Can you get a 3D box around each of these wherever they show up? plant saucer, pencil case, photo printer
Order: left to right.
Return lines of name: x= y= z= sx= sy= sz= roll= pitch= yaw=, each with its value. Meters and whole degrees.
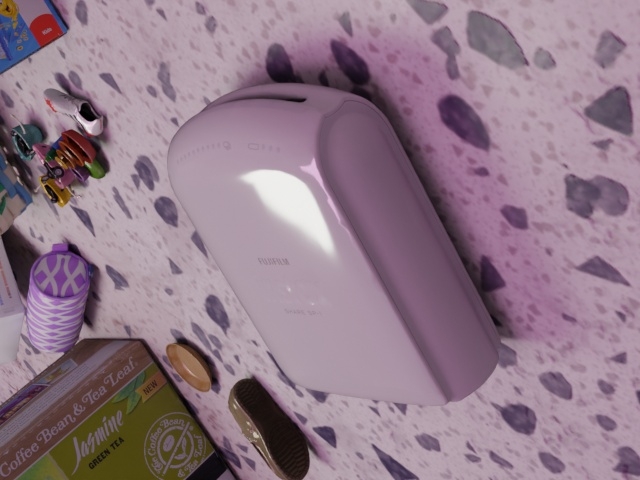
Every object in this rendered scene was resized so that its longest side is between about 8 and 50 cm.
pencil case: x=-0.377 y=0.086 z=1.666 sx=0.206 sy=0.086 sz=0.088 roll=119 pitch=141 yaw=-56
plant saucer: x=-0.172 y=0.166 z=1.559 sx=0.083 sy=0.015 sz=0.083 roll=32 pitch=146 yaw=25
photo printer: x=0.000 y=0.000 z=1.061 sx=0.256 sy=0.107 sz=0.307 roll=0 pitch=125 yaw=52

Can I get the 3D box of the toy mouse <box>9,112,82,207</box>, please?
toy mouse: x=-0.339 y=-0.104 z=1.438 sx=0.161 sy=0.031 sz=0.143 roll=26 pitch=146 yaw=49

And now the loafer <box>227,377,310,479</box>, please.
loafer: x=-0.066 y=0.240 z=1.476 sx=0.148 sy=0.056 sz=0.050 roll=59 pitch=150 yaw=2

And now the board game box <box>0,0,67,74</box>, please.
board game box: x=-0.475 y=-0.167 z=1.284 sx=0.308 sy=0.302 sz=0.086 roll=-5 pitch=121 yaw=53

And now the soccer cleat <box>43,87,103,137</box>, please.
soccer cleat: x=-0.279 y=-0.151 z=1.326 sx=0.083 sy=0.029 sz=0.035 roll=39 pitch=141 yaw=8

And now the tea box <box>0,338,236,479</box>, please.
tea box: x=-0.339 y=0.364 z=1.687 sx=0.220 sy=0.329 sz=0.323 roll=-7 pitch=120 yaw=56

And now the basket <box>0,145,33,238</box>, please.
basket: x=-0.544 y=-0.054 z=1.509 sx=0.201 sy=0.289 sz=0.255 roll=25 pitch=148 yaw=47

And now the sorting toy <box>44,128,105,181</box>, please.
sorting toy: x=-0.290 y=-0.094 z=1.365 sx=0.061 sy=0.042 sz=0.102 roll=39 pitch=164 yaw=13

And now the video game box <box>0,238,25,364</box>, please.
video game box: x=-0.499 y=0.069 z=1.766 sx=0.187 sy=0.048 sz=0.205 roll=69 pitch=155 yaw=20
